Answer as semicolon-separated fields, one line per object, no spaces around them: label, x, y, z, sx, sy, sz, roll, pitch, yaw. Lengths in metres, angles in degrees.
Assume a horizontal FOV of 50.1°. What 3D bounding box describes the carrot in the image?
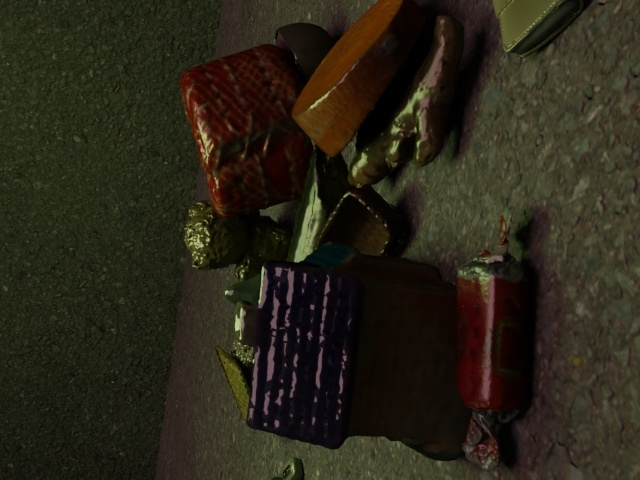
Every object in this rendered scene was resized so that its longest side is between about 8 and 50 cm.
carrot;0.063;-0.256;1.042;0.258;0.100;0.307;-58;15;-6

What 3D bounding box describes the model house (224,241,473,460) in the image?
model house;0.015;0.129;0.900;0.312;0.280;0.245;-162;78;-71

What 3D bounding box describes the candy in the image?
candy;0.188;0.105;0.751;0.086;0.059;0.292;170;104;-69

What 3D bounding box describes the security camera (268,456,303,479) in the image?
security camera;-0.068;0.479;1.389;0.092;0.058;0.058;-63;27;29

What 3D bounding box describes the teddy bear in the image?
teddy bear;-0.187;0.010;1.560;0.156;0.256;0.267;123;147;-45

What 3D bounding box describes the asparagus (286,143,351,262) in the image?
asparagus;0.000;0.000;1.244;0.128;0.108;0.382;-129;49;-64

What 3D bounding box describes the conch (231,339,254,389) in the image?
conch;-0.104;0.237;1.479;0.178;0.163;0.245;2;67;37

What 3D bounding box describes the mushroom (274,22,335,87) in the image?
mushroom;-0.024;-0.380;1.410;0.141;0.117;0.188;57;-174;-42

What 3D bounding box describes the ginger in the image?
ginger;0.123;-0.168;0.992;0.333;0.080;0.166;146;121;-61

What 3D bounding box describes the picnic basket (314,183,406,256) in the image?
picnic basket;0.062;-0.005;1.092;0.110;0.055;0.193;45;144;11

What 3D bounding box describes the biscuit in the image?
biscuit;-0.169;0.326;1.461;0.144;0.016;0.203;14;126;61

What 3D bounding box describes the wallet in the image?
wallet;0.236;-0.293;0.760;0.110;0.039;0.155;137;135;-57

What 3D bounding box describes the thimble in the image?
thimble;-0.155;-0.230;1.445;0.350;0.230;0.350;163;90;-81
